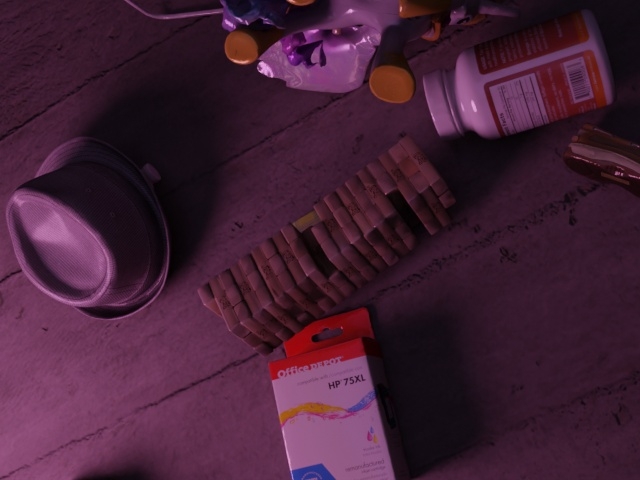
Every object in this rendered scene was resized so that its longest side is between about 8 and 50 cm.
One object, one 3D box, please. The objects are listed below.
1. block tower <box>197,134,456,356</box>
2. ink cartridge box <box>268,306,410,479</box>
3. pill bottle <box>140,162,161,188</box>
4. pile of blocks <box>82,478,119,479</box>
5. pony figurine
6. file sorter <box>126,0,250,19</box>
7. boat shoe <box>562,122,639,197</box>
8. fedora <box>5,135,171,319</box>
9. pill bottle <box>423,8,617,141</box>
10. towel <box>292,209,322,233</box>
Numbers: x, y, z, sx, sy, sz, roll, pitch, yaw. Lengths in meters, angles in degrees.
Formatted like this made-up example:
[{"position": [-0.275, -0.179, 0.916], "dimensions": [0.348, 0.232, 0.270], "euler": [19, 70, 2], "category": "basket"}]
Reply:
[{"position": [0.012, 0.014, 1.158], "dimensions": [0.335, 0.091, 0.097], "euler": [-35, 50, 6], "category": "block tower"}, {"position": [0.019, 0.207, 1.153], "dimensions": [0.134, 0.078, 0.231], "euler": [-18, 74, 16], "category": "ink cartridge box"}, {"position": [-0.274, -0.075, 1.325], "dimensions": [0.083, 0.043, 0.043], "euler": [-38, 70, 10], "category": "pill bottle"}, {"position": [-0.247, 0.445, 1.186], "dimensions": [0.362, 0.112, 0.149], "euler": [32, 92, 22], "category": "pile of blocks"}, {"position": [0.038, -0.289, 1.107], "dimensions": [0.351, 0.363, 0.303], "euler": [17, 119, 20], "category": "pony figurine"}, {"position": [-0.199, -0.480, 1.295], "dimensions": [0.173, 0.193, 0.277], "euler": [1, 81, 23], "category": "file sorter"}, {"position": [0.391, -0.093, 1.085], "dimensions": [0.190, 0.068, 0.072], "euler": [27, 78, 22], "category": "boat shoe"}, {"position": [-0.342, -0.008, 1.263], "dimensions": [0.244, 0.124, 0.275], "euler": [-44, 80, 23], "category": "fedora"}, {"position": [0.243, -0.196, 1.122], "dimensions": [0.216, 0.121, 0.121], "euler": [-16, 76, 17], "category": "pill bottle"}, {"position": [0.000, 0.000, 1.233], "dimensions": [0.060, 0.009, 0.083], "euler": [-29, 72, 13], "category": "towel"}]
